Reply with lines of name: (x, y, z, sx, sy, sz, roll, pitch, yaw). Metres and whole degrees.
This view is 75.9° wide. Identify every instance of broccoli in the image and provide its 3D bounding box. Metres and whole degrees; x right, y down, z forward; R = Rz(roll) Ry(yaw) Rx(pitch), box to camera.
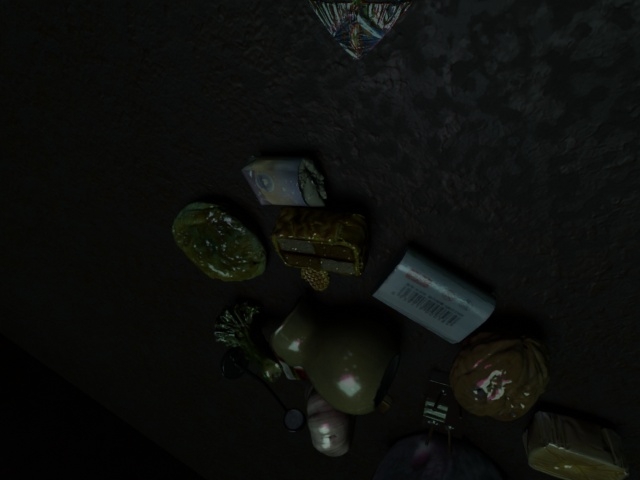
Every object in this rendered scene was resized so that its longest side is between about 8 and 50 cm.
broccoli: (-0.199, 0.299, 1.185, 0.304, 0.146, 0.164, 31, 136, 48)

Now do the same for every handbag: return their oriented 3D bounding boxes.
handbag: (-0.070, -0.131, 0.896, 0.173, 0.095, 0.117, 7, 144, 29)

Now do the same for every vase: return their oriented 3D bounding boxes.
vase: (0.048, 0.329, 1.118, 0.302, 0.241, 0.329, 20, 146, 25)

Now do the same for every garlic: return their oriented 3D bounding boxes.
garlic: (0.075, 0.520, 1.274, 0.253, 0.245, 0.245, -22, 118, 4)

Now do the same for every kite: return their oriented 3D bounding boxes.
kite: (0.062, -0.381, 0.685, 0.183, 0.010, 0.160, 14, 134, 20)

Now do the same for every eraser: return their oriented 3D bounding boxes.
eraser: (0.252, 0.128, 0.945, 0.227, 0.081, 0.174, 30, 136, 0)

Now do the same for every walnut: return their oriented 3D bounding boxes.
walnut: (0.401, 0.299, 0.934, 0.198, 0.198, 0.245, 26, 132, 5)

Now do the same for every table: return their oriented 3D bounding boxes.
table: (0.353, 0.494, 1.162, 0.122, 0.111, 0.240, 11, 129, 19)

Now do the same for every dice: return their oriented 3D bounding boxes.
dice: (0.364, 0.841, 1.281, 0.328, 0.330, 0.348, 41, 133, -8)

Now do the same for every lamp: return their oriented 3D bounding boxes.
lamp: (-0.175, 0.488, 1.345, 0.371, 0.130, 0.108, 24, 148, 28)

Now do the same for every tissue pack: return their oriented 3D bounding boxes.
tissue pack: (-0.068, 0.344, 1.254, 0.106, 0.099, 0.148, -4, 123, 28)

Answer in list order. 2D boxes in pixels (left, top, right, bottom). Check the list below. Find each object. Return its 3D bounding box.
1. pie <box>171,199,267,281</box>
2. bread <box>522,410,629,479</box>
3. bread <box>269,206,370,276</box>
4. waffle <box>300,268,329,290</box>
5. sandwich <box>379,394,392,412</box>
pie: (-0.273, 0.012, 1.108, 0.277, 0.078, 0.277, 15, 131, 17)
bread: (0.643, 0.533, 1.055, 0.210, 0.109, 0.192, 11, 135, 18)
bread: (0.000, 0.000, 0.929, 0.222, 0.096, 0.181, 6, 150, 19)
waffle: (-0.015, 0.097, 1.093, 0.085, 0.016, 0.078, 31, 129, 0)
sandwich: (0.206, 0.511, 1.299, 0.044, 0.031, 0.083, -2, 123, 30)
